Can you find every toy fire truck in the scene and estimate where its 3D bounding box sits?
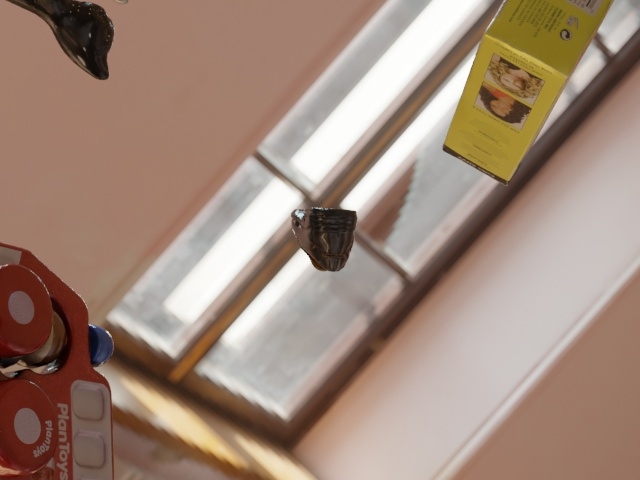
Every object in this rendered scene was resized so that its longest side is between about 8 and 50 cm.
[{"bbox_3d":[-0.325,0.159,1.698,0.254,0.169,0.302,20,59,-52],"label":"toy fire truck"}]

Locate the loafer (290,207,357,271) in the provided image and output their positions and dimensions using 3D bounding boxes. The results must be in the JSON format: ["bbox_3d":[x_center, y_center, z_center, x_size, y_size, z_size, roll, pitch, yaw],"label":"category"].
[{"bbox_3d":[0.000,0.000,1.555,0.062,0.061,0.170,4,-1,-3],"label":"loafer"}]

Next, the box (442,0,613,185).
[{"bbox_3d":[0.131,-0.112,0.989,0.058,0.087,0.232,30,-14,6],"label":"box"}]

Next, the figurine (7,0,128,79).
[{"bbox_3d":[-0.276,-0.298,1.632,0.209,0.092,0.215,45,35,-32],"label":"figurine"}]
